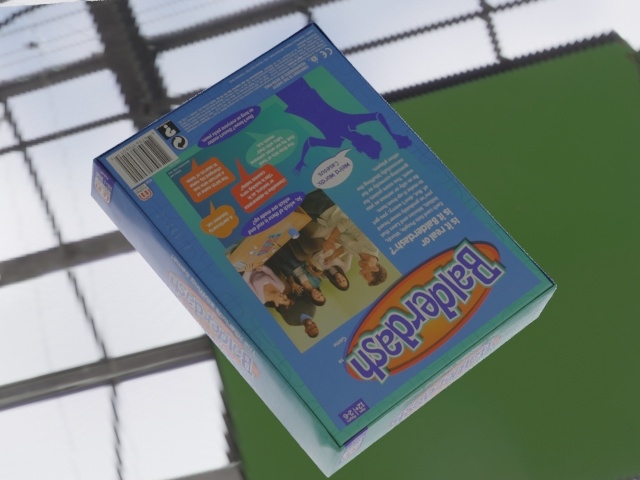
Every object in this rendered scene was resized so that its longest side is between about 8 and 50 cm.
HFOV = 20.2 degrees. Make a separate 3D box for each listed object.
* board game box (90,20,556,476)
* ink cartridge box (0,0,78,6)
[{"bbox_3d":[0.000,0.000,0.985,0.160,0.047,0.210,-34,-107,-23],"label":"board game box"},{"bbox_3d":[-0.220,-0.250,1.054,0.289,0.121,0.211,-5,-97,0],"label":"ink cartridge box"}]
